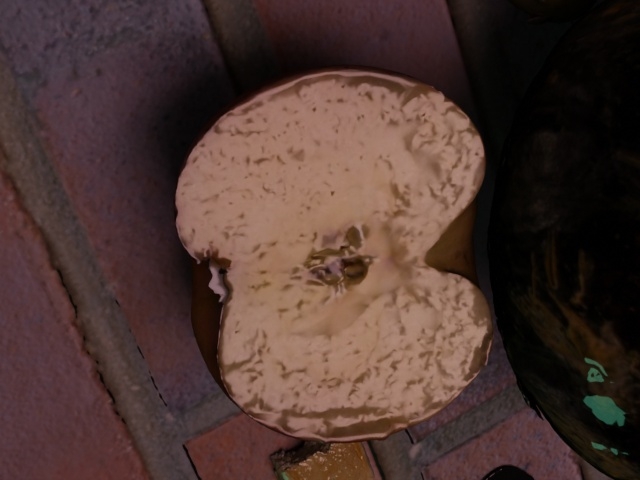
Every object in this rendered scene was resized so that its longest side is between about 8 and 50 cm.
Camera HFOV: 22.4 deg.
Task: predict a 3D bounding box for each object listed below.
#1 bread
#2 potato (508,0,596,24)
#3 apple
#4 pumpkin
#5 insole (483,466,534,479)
[{"bbox_3d":[0.003,0.205,1.455,0.083,0.035,0.070,-29,123,-4],"label":"bread"},{"bbox_3d":[0.159,-0.243,1.291,0.188,0.085,0.105,22,124,-30],"label":"potato"},{"bbox_3d":[0.000,0.000,1.277,0.251,0.163,0.293,-7,104,-13],"label":"apple"},{"bbox_3d":[0.327,-0.003,1.312,0.454,0.344,0.454,8,81,-54],"label":"pumpkin"},{"bbox_3d":[0.236,0.299,1.636,0.086,0.005,0.253,-48,126,0],"label":"insole"}]
